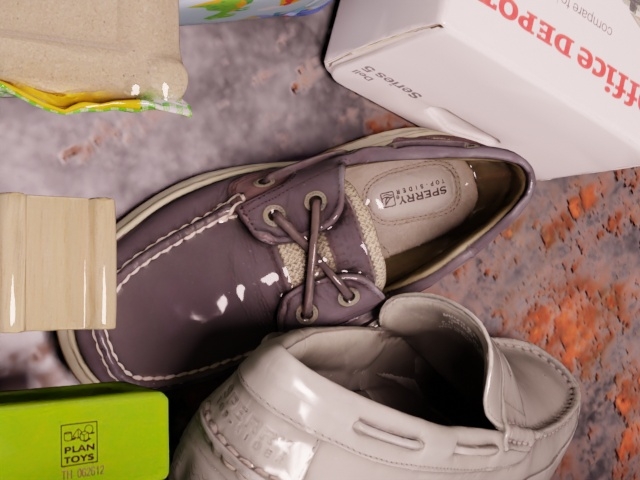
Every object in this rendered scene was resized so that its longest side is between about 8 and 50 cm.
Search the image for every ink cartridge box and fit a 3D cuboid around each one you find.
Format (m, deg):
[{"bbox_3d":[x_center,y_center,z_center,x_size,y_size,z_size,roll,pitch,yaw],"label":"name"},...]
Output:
[{"bbox_3d":[0.137,-0.199,0.630,0.198,0.114,0.273,22,75,-32],"label":"ink cartridge box"}]

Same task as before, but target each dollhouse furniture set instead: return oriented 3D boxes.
[{"bbox_3d":[-0.172,-0.055,0.388,0.197,0.151,0.302,1,87,-39],"label":"dollhouse furniture set"}]

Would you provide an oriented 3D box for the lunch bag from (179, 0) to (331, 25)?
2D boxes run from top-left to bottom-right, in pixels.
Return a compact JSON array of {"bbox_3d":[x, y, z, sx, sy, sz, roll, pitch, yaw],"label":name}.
[{"bbox_3d":[-0.067,-0.200,0.504,0.218,0.090,0.176,-15,96,-33],"label":"lunch bag"}]

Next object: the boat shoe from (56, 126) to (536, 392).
[{"bbox_3d":[0.000,0.000,0.535,0.285,0.092,0.103,-21,98,-34],"label":"boat shoe"}]

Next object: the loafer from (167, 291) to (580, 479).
[{"bbox_3d":[0.060,0.084,0.517,0.319,0.112,0.112,-4,125,-55],"label":"loafer"}]
